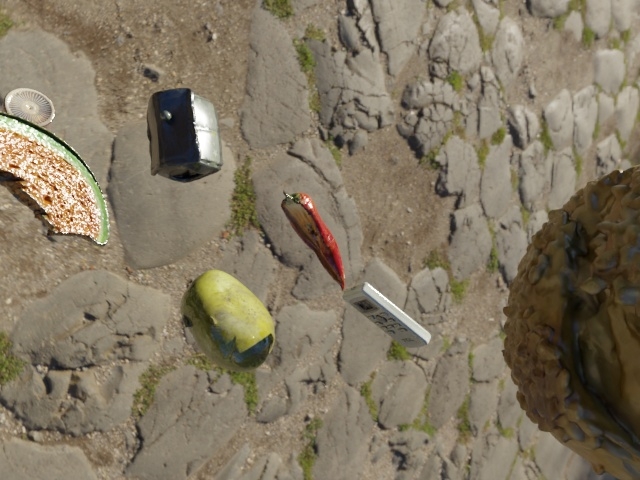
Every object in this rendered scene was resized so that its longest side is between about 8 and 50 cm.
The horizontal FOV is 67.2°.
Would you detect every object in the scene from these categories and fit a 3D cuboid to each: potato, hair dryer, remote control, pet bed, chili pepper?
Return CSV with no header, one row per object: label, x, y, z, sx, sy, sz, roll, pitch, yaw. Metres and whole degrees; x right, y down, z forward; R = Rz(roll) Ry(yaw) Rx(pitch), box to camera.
potato,-0.200,0.175,1.037,0.228,0.197,0.148,37,97,2
hair dryer,-0.652,-0.167,1.157,0.107,0.189,0.344,-29,90,-43
remote control,0.136,0.157,0.981,0.190,0.087,0.029,39,61,-12
pet bed,-0.367,-0.268,1.251,0.159,0.183,0.211,5,77,-58
chili pepper,0.000,0.000,0.606,0.027,0.045,0.178,-57,130,-36

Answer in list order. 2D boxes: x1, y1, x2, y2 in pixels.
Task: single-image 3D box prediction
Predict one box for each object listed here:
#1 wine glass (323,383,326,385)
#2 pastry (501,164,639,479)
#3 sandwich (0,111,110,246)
wine glass,0.108,0.160,0.077,0.309,0.264,0.096,42,106,4
pastry,0.272,0.056,0.420,0.184,0.315,0.284,20,67,-7
sandwich,-0.215,-0.047,0.368,0.135,0.029,0.067,49,43,-32
